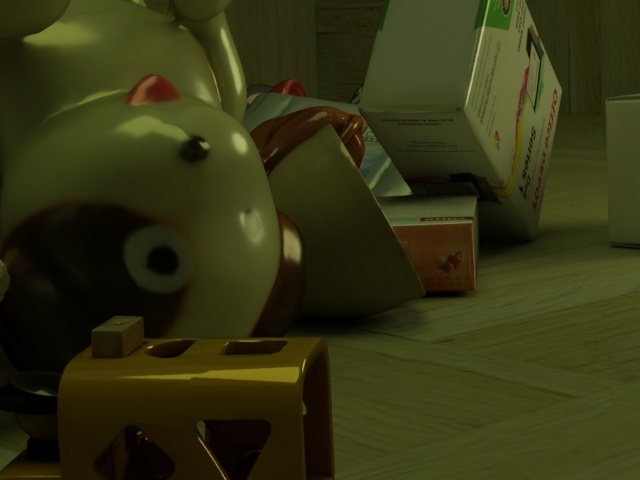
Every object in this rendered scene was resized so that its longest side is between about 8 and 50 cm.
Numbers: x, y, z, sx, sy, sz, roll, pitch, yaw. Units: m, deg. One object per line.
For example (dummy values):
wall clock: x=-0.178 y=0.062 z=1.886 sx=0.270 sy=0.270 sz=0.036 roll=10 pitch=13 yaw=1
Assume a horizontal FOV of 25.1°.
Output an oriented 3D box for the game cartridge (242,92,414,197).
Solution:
game cartridge: x=0.009 y=-0.087 z=1.687 sx=0.297 sy=0.062 sz=0.198 roll=11 pitch=40 yaw=25

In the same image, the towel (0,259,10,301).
towel: x=-0.400 y=0.076 z=0.827 sx=0.317 sy=0.053 sz=0.332 roll=3 pitch=26 yaw=32

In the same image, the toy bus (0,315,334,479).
toy bus: x=-0.089 y=0.091 z=0.690 sx=0.202 sy=0.104 sz=0.191 roll=-8 pitch=10 yaw=-36

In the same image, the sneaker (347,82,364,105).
sneaker: x=0.033 y=-0.094 z=1.851 sx=0.385 sy=0.147 sz=0.145 roll=-25 pitch=43 yaw=-23

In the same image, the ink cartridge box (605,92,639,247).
ink cartridge box: x=0.394 y=-0.084 z=1.536 sx=0.093 sy=0.160 sz=0.219 roll=3 pitch=9 yaw=39

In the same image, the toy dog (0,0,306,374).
toy dog: x=-0.192 y=-0.056 z=1.038 sx=0.285 sy=0.395 sz=0.408 roll=1 pitch=28 yaw=-40

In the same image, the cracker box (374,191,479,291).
cracker box: x=0.072 y=0.001 z=1.372 sx=0.156 sy=0.067 sz=0.232 roll=-2 pitch=8 yaw=8

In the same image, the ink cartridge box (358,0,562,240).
ink cartridge box: x=0.156 y=-0.148 z=1.506 sx=0.117 sy=0.201 sz=0.278 roll=3 pitch=-25 yaw=25

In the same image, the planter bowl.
planter bowl: x=0.000 y=0.000 z=1.177 sx=0.109 sy=0.162 sz=0.162 roll=-29 pitch=9 yaw=1

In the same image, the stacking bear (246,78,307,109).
stacking bear: x=-0.168 y=-0.161 z=2.255 sx=0.289 sy=0.164 sz=0.175 roll=-5 pitch=7 yaw=17

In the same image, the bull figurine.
bull figurine: x=-0.050 y=-0.057 z=1.434 sx=0.188 sy=0.101 sz=0.310 roll=-41 pitch=2 yaw=-16
